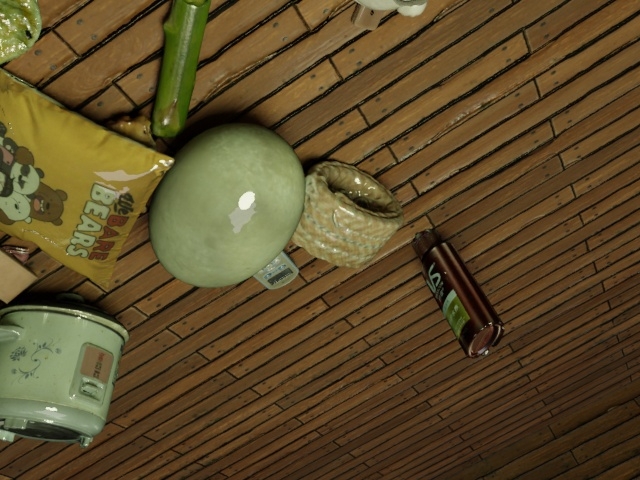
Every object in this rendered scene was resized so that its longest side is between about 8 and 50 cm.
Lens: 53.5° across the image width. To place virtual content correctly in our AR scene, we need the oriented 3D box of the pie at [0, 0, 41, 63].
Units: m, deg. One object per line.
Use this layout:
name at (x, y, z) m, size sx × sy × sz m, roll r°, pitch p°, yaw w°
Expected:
pie at (-0.495, -0.328, 0.896) m, size 0.186 × 0.041 × 0.187 m, roll -12°, pitch 136°, yaw -11°

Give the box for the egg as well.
egg at (-0.169, -0.058, 1.132) m, size 0.258 × 0.258 × 0.352 m, roll 13°, pitch 134°, yaw -32°

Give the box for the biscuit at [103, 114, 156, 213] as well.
biscuit at (-0.340, -0.144, 1.115) m, size 0.118 × 0.061 × 0.183 m, roll 18°, pitch 125°, yaw 4°

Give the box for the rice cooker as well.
rice cooker at (-0.531, 0.249, 1.274) m, size 0.264 × 0.317 × 0.316 m, roll -14°, pitch 143°, yaw 30°

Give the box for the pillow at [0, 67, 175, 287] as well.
pillow at (-0.441, -0.092, 1.062) m, size 0.312 × 0.119 × 0.310 m, roll 29°, pitch 117°, yaw -12°

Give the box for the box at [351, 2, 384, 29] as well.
box at (0.094, -0.411, 1.068) m, size 0.048 × 0.025 × 0.115 m, roll 7°, pitch 130°, yaw -26°

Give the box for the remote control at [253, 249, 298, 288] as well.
remote control at (-0.110, 0.050, 1.371) m, size 0.087 × 0.047 × 0.244 m, roll -34°, pitch 158°, yaw -1°

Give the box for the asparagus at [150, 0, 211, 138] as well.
asparagus at (-0.228, -0.289, 1.031) m, size 0.067 × 0.060 × 0.278 m, roll -8°, pitch 136°, yaw -32°

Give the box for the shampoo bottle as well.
shampoo bottle at (0.301, 0.104, 1.442) m, size 0.084 × 0.323 × 0.129 m, roll -5°, pitch 135°, yaw -18°

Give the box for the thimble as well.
thimble at (0.044, -0.049, 1.273) m, size 0.229 × 0.196 × 0.148 m, roll -10°, pitch 140°, yaw -53°

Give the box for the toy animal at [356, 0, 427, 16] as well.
toy animal at (0.103, -0.487, 0.907) m, size 0.208 × 0.154 × 0.325 m, roll -12°, pitch 129°, yaw -26°

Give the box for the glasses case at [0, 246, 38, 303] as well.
glasses case at (-0.615, 0.024, 1.178) m, size 0.102 × 0.070 × 0.193 m, roll -42°, pitch 143°, yaw -8°
